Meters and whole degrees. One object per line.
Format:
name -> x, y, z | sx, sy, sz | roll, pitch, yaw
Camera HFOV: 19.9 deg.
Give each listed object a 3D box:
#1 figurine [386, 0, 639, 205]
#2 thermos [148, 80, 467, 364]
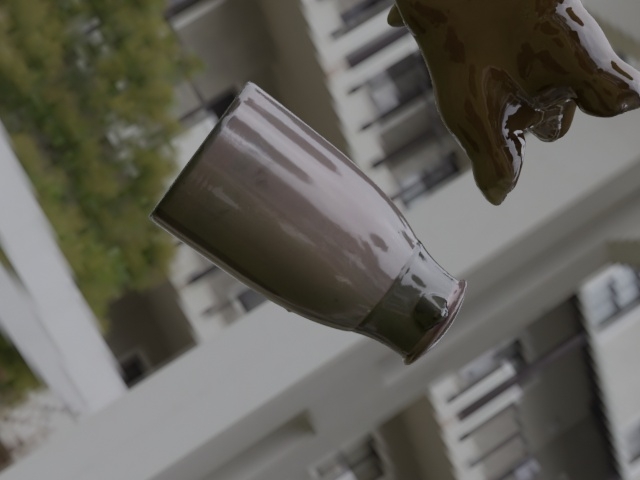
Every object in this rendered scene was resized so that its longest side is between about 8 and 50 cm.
figurine -> 0.142, -0.180, 1.376 | 0.247, 0.177, 0.173 | 56, 15, 2
thermos -> 0.000, 0.000, 1.138 | 0.193, 0.105, 0.137 | 35, -9, -6
